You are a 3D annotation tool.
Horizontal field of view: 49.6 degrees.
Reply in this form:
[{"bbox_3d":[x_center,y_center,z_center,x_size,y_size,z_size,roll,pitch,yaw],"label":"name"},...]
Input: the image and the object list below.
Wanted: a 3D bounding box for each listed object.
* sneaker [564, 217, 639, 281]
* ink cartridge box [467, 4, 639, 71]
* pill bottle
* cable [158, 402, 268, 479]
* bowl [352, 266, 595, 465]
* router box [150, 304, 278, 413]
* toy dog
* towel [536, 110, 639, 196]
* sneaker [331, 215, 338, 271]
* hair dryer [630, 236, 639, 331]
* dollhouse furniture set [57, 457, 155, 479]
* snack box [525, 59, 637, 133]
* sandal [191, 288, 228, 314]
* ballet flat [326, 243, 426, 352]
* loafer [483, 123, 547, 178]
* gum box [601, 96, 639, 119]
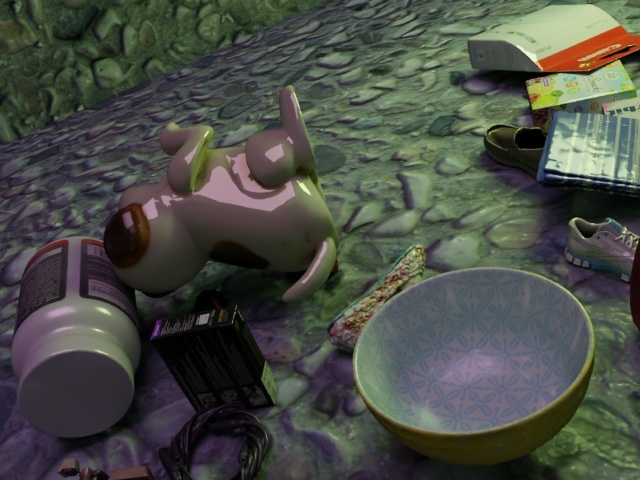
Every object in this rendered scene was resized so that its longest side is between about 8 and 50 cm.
[{"bbox_3d":[0.462,0.010,1.062,0.191,0.083,0.071,15,45,42],"label":"sneaker"},{"bbox_3d":[0.605,-0.503,1.704,0.308,0.091,0.385,-25,24,-22],"label":"ink cartridge box"},{"bbox_3d":[-0.428,0.158,1.219,0.210,0.210,0.363,-24,31,-5],"label":"pill bottle"},{"bbox_3d":[-0.143,0.308,0.992,0.150,0.047,0.184,-29,29,-23],"label":"cable"},{"bbox_3d":[0.199,0.182,0.874,0.289,0.156,0.289,-15,31,9],"label":"bowl"},{"bbox_3d":[-0.157,0.186,1.049,0.133,0.179,0.046,-12,34,14],"label":"router box"},{"bbox_3d":[-0.188,-0.033,1.270,0.408,0.284,0.395,-16,72,1],"label":"toy dog"},{"bbox_3d":[0.563,-0.143,1.211,0.336,0.040,0.243,11,42,17],"label":"towel"},{"bbox_3d":[0.000,0.000,1.357,0.067,0.064,0.175,-10,33,11],"label":"sneaker"},{"bbox_3d":[0.488,0.039,0.894,0.080,0.223,0.293,23,15,-7],"label":"hair dryer"},{"bbox_3d":[-0.302,0.358,0.977,0.114,0.091,0.081,-10,48,11],"label":"dollhouse furniture set"},{"bbox_3d":[0.565,-0.313,1.513,0.207,0.070,0.174,-9,32,15],"label":"snack box"},{"bbox_3d":[-0.210,0.139,1.285,0.067,0.040,0.179,-18,31,5],"label":"sandal"},{"bbox_3d":[0.111,0.103,1.140,0.077,0.091,0.241,39,64,21],"label":"ballet flat"},{"bbox_3d":[0.418,-0.197,1.399,0.094,0.087,0.251,-28,32,-12],"label":"loafer"},{"bbox_3d":[0.655,-0.234,1.343,0.188,0.062,0.107,-9,33,19],"label":"gum box"}]
